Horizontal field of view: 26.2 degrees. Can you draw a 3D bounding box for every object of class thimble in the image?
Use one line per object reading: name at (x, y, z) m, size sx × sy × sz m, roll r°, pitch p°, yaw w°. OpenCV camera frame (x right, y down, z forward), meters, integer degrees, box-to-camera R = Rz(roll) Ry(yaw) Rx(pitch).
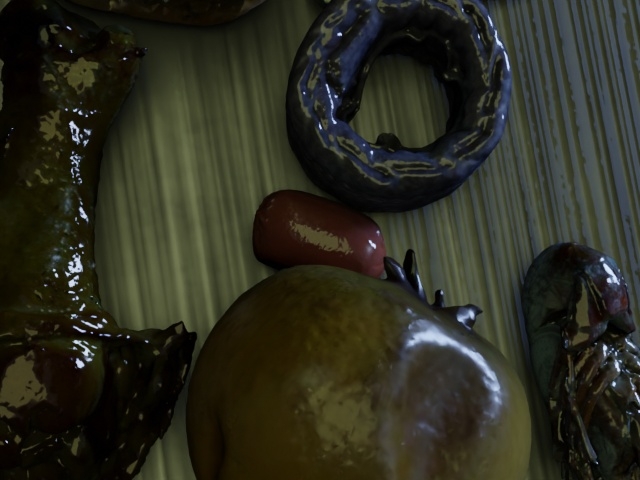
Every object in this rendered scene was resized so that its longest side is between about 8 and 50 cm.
thimble at (0.049, -0.093, 0.907) m, size 0.150 × 0.098 × 0.150 m, roll 1°, pitch 83°, yaw -5°

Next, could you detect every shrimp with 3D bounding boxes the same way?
shrimp at (0.190, 0.113, 0.902) m, size 0.090 × 0.079 × 0.233 m, roll -14°, pitch 85°, yaw -44°

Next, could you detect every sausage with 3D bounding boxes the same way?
sausage at (0.000, 0.000, 0.910) m, size 0.094 × 0.059 × 0.054 m, roll 20°, pitch 79°, yaw 0°

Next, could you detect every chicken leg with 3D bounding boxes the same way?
chicken leg at (-0.169, 0.033, 0.855) m, size 0.211 × 0.140 × 0.361 m, roll 21°, pitch 85°, yaw 8°

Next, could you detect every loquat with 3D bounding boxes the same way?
loquat at (0.025, 0.110, 0.824) m, size 0.213 × 0.213 × 0.213 m, roll 0°, pitch 82°, yaw -4°

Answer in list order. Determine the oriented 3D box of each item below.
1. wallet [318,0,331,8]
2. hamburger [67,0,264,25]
wallet at (0.068, -0.218, 0.955) m, size 0.155 × 0.039 × 0.110 m, roll -6°, pitch 81°, yaw -4°
hamburger at (-0.099, -0.253, 0.863) m, size 0.245 × 0.211 × 0.260 m, roll -38°, pitch 81°, yaw -7°
